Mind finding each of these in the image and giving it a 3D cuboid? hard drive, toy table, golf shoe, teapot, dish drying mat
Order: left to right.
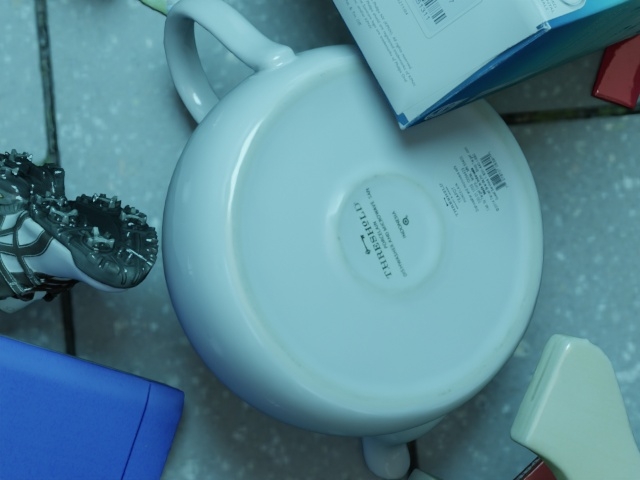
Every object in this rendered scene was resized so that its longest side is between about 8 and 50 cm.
[{"bbox_3d":[-0.245,0.151,1.040,0.318,0.040,0.210,21,85,-39],"label":"hard drive"},{"bbox_3d":[-0.168,0.010,1.088,0.077,0.198,0.094,3,106,-37],"label":"golf shoe"},{"bbox_3d":[0.000,0.000,1.081,0.252,0.187,0.256,19,78,-23],"label":"teapot"},{"bbox_3d":[0.162,0.196,1.042,0.161,0.252,0.274,24,76,-18],"label":"toy table"},{"bbox_3d":[0.213,-0.134,1.188,0.032,0.008,0.083,18,87,-2],"label":"dish drying mat"}]

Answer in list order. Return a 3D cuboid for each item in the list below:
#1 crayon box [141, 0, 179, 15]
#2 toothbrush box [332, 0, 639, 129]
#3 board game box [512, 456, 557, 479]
[{"bbox_3d":[-0.179,-0.310,1.136,0.323,0.083,0.203,29,86,-2],"label":"crayon box"},{"bbox_3d":[0.121,-0.218,1.045,0.295,0.126,0.216,-23,83,-48],"label":"toothbrush box"},{"bbox_3d":[0.221,0.269,1.159,0.145,0.027,0.281,-43,90,-3],"label":"board game box"}]
